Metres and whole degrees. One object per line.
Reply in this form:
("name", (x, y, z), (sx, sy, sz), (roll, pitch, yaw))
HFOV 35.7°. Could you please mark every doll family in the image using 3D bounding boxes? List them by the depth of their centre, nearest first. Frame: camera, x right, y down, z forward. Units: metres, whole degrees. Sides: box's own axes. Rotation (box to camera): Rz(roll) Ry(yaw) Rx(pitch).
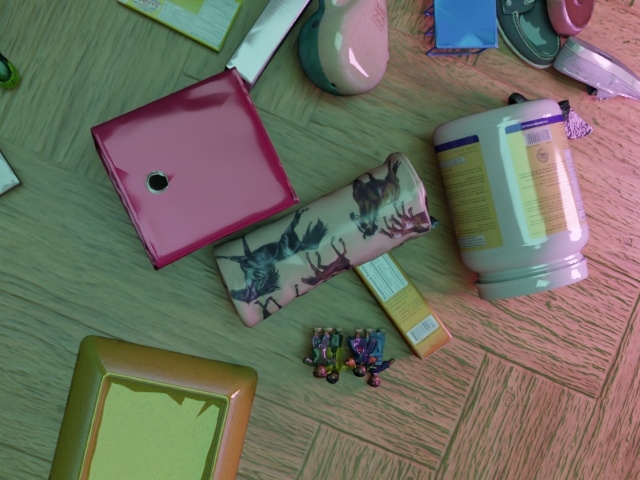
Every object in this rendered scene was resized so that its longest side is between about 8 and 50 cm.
("doll family", (0.055, 0.220, 1.850), (0.193, 0.076, 0.111), (2, 84, -13))

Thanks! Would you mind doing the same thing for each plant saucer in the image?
("plant saucer", (-0.300, 0.365, 1.780), (0.333, 0.081, 0.332), (13, 87, -11))
("plant saucer", (0.486, -0.473, 1.905), (0.168, 0.029, 0.168), (-8, 101, -48))

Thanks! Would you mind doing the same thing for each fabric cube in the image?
("fabric cube", (-0.220, -0.115, 1.707), (0.258, 0.259, 0.254), (-25, 93, -11))

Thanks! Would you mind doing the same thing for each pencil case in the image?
("pencil case", (0.000, 0.000, 1.763), (0.410, 0.183, 0.160), (-28, 84, 2))

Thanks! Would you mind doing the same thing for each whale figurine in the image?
("whale figurine", (0.047, -0.394, 1.831), (0.216, 0.141, 0.272), (41, 58, -46))

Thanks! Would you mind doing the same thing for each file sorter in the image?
("file sorter", (0.258, -0.439, 1.875), (0.118, 0.104, 0.170), (-3, 90, -10))

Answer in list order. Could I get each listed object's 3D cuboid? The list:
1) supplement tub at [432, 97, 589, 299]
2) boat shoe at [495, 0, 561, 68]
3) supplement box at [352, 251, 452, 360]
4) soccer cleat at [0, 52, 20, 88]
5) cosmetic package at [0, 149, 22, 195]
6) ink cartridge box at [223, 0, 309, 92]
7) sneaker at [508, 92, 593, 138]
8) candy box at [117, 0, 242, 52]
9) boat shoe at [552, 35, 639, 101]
("supplement tub", (0.354, -0.075, 1.820), (0.241, 0.241, 0.331), (-14, 92, -10))
("boat shoe", (0.389, -0.485, 1.901), (0.116, 0.099, 0.319), (-22, 95, -13))
("supplement box", (0.146, 0.109, 1.865), (0.080, 0.078, 0.233), (-35, 95, -5))
("soccer cleat", (-0.601, -0.334, 1.733), (0.179, 0.072, 0.060), (39, 83, -8))
("cosmetic package", (-0.629, -0.177, 1.733), (0.099, 0.060, 0.239), (-32, 95, -7))
("ink cartridge box", (-0.062, -0.415, 1.786), (0.065, 0.165, 0.332), (35, 83, -6))
("sneaker", (0.449, -0.247, 1.938), (0.170, 0.051, 0.089), (44, 82, -12))
("candy box", (-0.257, -0.437, 1.820), (0.206, 0.027, 0.105), (26, 88, -9))
("boat shoe", (0.549, -0.320, 1.944), (0.227, 0.079, 0.081), (23, 120, -24))
